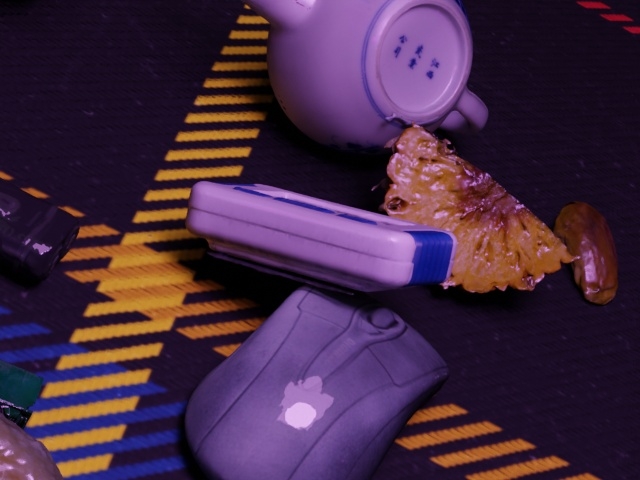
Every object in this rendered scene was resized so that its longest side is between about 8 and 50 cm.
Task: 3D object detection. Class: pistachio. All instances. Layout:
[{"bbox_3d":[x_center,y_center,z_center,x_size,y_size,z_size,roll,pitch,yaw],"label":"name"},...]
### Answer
[{"bbox_3d":[0.332,0.004,2.119,0.089,0.049,0.173,17,38,-18],"label":"pistachio"}]

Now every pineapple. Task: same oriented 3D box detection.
[{"bbox_3d":[0.145,-0.014,1.984,0.250,0.140,0.164,38,-8,-16],"label":"pineapple"}]

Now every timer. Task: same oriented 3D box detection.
[{"bbox_3d":[0.000,0.000,1.768,0.253,0.078,0.178,14,6,25],"label":"timer"}]

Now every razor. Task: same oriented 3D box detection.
[{"bbox_3d":[-0.317,-0.023,1.678,0.148,0.054,0.090,31,36,1],"label":"razor"}]

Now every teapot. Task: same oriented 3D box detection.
[{"bbox_3d":[0.041,-0.232,2.052,0.424,0.252,0.280,29,-6,-37],"label":"teapot"}]

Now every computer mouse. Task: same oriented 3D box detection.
[{"bbox_3d":[0.012,0.134,1.687,0.188,0.122,0.371,39,33,8],"label":"computer mouse"}]

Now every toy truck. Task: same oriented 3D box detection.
[{"bbox_3d":[-0.325,0.134,1.482,0.147,0.065,0.079,23,35,-11],"label":"toy truck"}]

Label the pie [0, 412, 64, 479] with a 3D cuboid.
[{"bbox_3d":[-0.334,0.229,1.338,0.306,0.071,0.306,13,52,-17],"label":"pie"}]
